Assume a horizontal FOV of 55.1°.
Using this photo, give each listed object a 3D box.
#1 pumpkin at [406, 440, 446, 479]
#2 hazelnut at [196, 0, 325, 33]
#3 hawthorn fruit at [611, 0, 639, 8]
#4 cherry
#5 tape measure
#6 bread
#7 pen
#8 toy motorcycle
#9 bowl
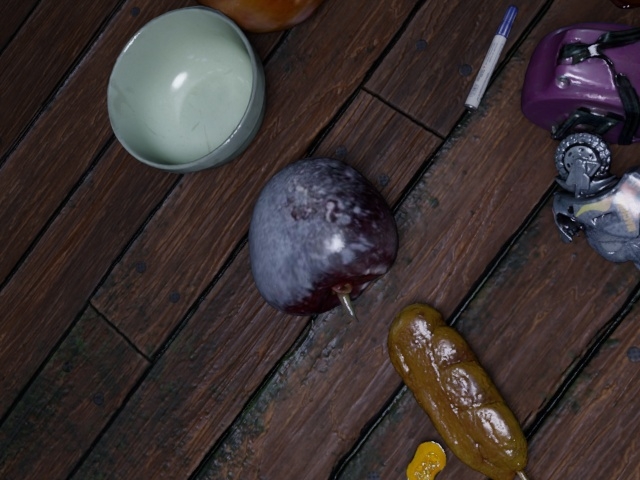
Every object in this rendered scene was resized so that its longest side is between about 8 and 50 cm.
[{"bbox_3d":[0.172,0.360,0.993,0.050,0.028,0.083,36,99,18],"label":"pumpkin"},{"bbox_3d":[-0.106,-0.571,1.135,0.372,0.315,0.372,-27,44,29],"label":"hazelnut"},{"bbox_3d":[0.521,-0.470,0.962,0.190,0.251,0.189,3,106,9],"label":"hawthorn fruit"},{"bbox_3d":[0.000,0.000,1.019,0.255,0.218,0.296,-40,56,30],"label":"cherry"},{"bbox_3d":[0.428,-0.228,0.923,0.232,0.245,0.149,13,87,7],"label":"tape measure"},{"bbox_3d":[0.229,0.251,0.971,0.124,0.084,0.344,-45,69,27],"label":"bread"},{"bbox_3d":[0.306,-0.326,1.096,0.025,0.025,0.204,22,85,20],"label":"pen"},{"bbox_3d":[0.469,-0.028,0.931,0.307,0.108,0.173,41,129,16],"label":"toy motorcycle"},{"bbox_3d":[-0.236,-0.266,1.172,0.307,0.163,0.307,-3,79,16],"label":"bowl"}]
